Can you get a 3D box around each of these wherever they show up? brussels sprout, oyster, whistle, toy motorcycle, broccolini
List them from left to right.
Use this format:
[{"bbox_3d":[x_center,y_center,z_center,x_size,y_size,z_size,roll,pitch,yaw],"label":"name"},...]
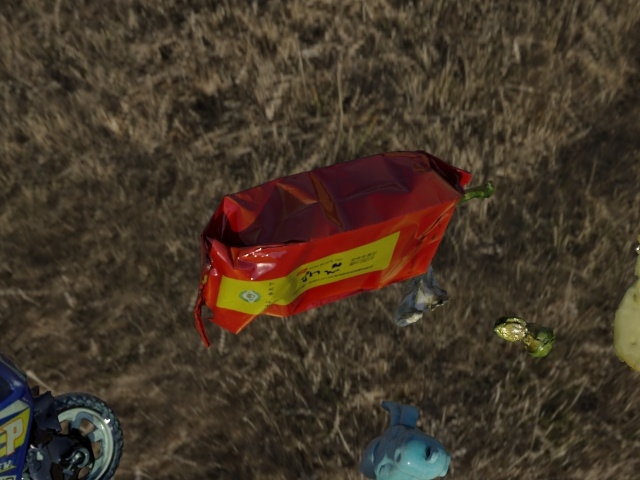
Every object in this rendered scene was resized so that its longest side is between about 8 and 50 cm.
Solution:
[{"bbox_3d":[-0.281,0.165,0.778,0.315,0.113,0.169,-30,110,-32],"label":"toy motorcycle"},{"bbox_3d":[0.126,0.349,1.864,0.093,0.274,0.186,22,71,-15],"label":"whistle"},{"bbox_3d":[0.171,0.088,2.003,0.061,0.200,0.106,-28,79,27],"label":"oyster"},{"bbox_3d":[0.218,-0.053,1.819,0.071,0.254,0.057,19,108,31],"label":"broccolini"},{"bbox_3d":[0.284,0.128,1.608,0.083,0.051,0.046,30,98,17],"label":"brussels sprout"}]

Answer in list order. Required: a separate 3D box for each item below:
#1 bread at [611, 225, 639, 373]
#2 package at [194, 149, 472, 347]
[{"bbox_3d":[0.559,0.153,1.490,0.315,0.248,0.279,11,28,-4],"label":"bread"},{"bbox_3d":[0.001,0.000,1.573,0.424,0.196,0.123,-18,57,-28],"label":"package"}]
